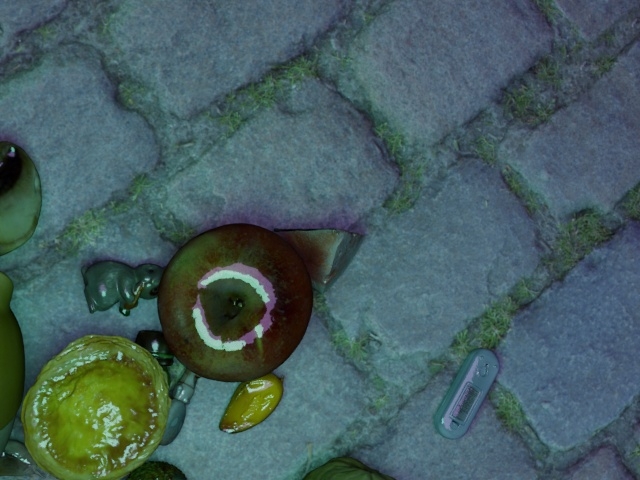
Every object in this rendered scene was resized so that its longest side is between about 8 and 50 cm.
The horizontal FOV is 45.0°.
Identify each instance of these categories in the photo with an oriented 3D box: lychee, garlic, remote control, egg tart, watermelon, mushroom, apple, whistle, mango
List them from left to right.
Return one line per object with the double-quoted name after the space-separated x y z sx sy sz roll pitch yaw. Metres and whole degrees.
-0.747 -0.108 1.667 0.217 0.212 0.292 -14 103 30 "mushroom"
-0.668 0.467 1.661 0.152 0.066 0.084 -1 113 -9 "garlic"
-0.468 0.345 1.613 0.318 0.128 0.319 -3 98 -25 "egg tart"
-0.363 0.564 1.672 0.171 0.171 0.171 1 85 -12 "lychee"
-0.325 0.365 1.730 0.057 0.107 0.220 20 66 16 "whistle"
-0.183 0.135 1.685 0.348 0.277 0.349 1 85 -9 "apple"
-0.157 0.373 1.778 0.187 0.066 0.101 -46 103 -7 "mango"
-0.002 -0.005 1.808 0.207 0.202 0.136 30 40 -11 "watermelon"
0.363 0.376 1.901 0.087 0.047 0.244 32 78 -5 "remote control"

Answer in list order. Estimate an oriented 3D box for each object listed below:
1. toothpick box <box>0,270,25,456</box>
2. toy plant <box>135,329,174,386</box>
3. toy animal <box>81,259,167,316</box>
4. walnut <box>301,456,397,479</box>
-0.781 0.256 1.470 0.408 0.409 0.426 10 76 -11 "toothpick box"
-0.377 0.285 1.724 0.092 0.093 0.162 7 86 -12 "toy plant"
-0.412 0.089 1.724 0.236 0.108 0.138 -20 89 -14 "toy animal"
0.060 0.627 1.706 0.282 0.253 0.277 34 78 -8 "walnut"
